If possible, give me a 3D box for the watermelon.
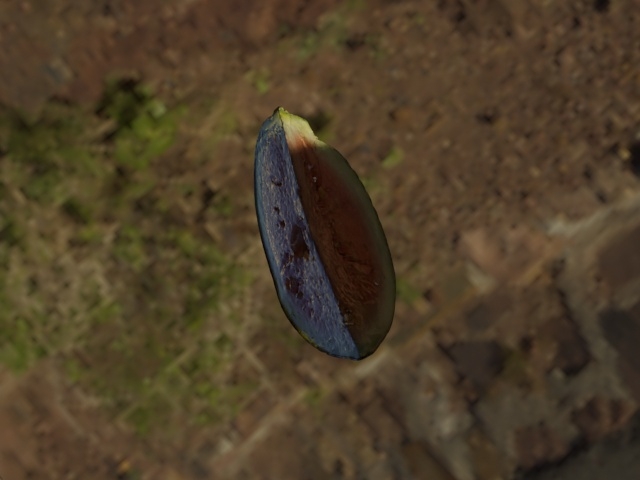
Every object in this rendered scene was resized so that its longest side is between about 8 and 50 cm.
[{"bbox_3d":[0.010,-0.001,1.189,0.087,0.069,0.163,-38,68,65],"label":"watermelon"}]

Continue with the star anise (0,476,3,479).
[{"bbox_3d":[-0.138,-0.046,0.505,0.218,0.227,0.148,16,-171,-45],"label":"star anise"}]
